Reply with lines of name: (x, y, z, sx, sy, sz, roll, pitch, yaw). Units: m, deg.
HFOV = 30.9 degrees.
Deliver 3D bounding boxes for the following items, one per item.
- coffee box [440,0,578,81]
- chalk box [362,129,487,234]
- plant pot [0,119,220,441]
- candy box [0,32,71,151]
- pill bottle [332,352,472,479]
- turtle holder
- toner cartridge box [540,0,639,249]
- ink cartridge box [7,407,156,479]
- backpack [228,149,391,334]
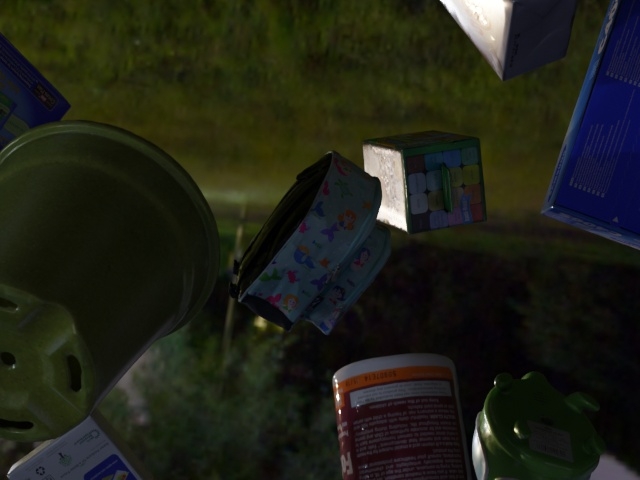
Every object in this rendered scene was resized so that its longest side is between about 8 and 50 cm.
coffee box: (0.206, -0.337, 1.426, 0.098, 0.246, 0.141, -23, 150, -13)
chalk box: (0.225, -0.120, 2.383, 0.179, 0.180, 0.289, -10, -167, -18)
plant pot: (-0.265, 0.056, 1.160, 0.276, 0.276, 0.254, 9, -149, 7)
candy box: (-0.530, -0.147, 1.531, 0.122, 0.317, 0.268, 25, 163, 37)
pill bottle: (0.149, 0.409, 2.008, 0.224, 0.392, 0.224, -6, 161, -2)
turtle holder: (0.392, 0.389, 2.256, 0.243, 0.227, 0.320, 1, -145, -30)
toner cartridge box: (0.417, -0.172, 1.487, 0.165, 0.348, 0.075, 20, 173, 0)
ink cartridge box: (-0.317, 0.436, 1.805, 0.333, 0.165, 0.065, 54, -179, -9)
backpack: (0.000, 0.000, 1.737, 0.191, 0.253, 0.225, 28, -163, -7)
